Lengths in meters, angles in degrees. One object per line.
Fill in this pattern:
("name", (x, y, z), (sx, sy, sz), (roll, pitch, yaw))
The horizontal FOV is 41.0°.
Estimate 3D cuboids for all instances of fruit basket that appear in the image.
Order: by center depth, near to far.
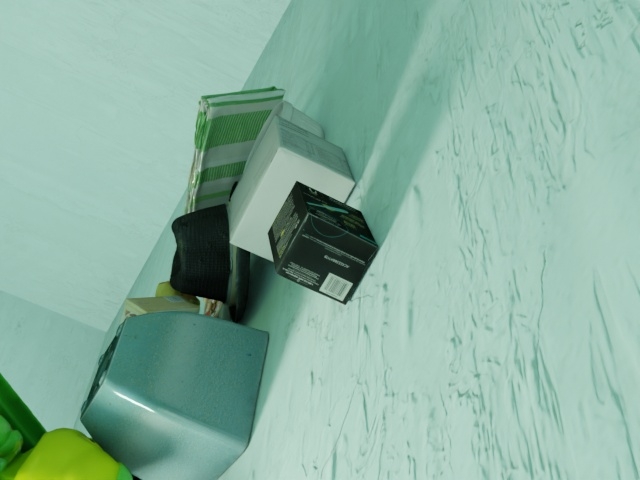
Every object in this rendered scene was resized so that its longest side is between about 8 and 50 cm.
("fruit basket", (-0.491, 0.392, 1.464), (0.392, 0.392, 0.283), (-57, 25, 26))

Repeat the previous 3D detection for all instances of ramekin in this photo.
("ramekin", (-0.077, -0.184, 1.829), (0.207, 0.109, 0.207), (-57, 17, 28))

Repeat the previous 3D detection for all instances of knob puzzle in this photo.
("knob puzzle", (-0.254, 0.137, 2.071), (0.213, 0.030, 0.213), (-56, 18, 29))

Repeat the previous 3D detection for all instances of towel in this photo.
("towel", (-0.193, -0.180, 1.918), (0.038, 0.248, 0.325), (32, 123, 32))

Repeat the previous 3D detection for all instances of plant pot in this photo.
("plant pot", (-0.269, 0.269, 1.505), (0.247, 0.252, 0.248), (-52, 19, 41))

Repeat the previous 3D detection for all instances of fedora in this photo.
("fedora", (-0.237, 0.024, 1.793), (0.334, 0.152, 0.334), (-178, 90, -79))

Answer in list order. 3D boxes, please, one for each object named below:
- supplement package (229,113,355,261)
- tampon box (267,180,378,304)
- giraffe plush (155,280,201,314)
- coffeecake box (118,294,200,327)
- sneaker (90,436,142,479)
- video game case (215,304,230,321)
("supplement package", (-0.056, -0.086, 1.530), (0.194, 0.149, 0.203), (-60, 16, 18))
("tampon box", (0.000, 0.000, 1.269), (0.101, 0.120, 0.161), (-60, 16, 15))
("giraffe plush", (-0.301, 0.200, 1.833), (0.170, 0.181, 0.210), (0, 54, 50))
("coffeecake box", (-0.330, 0.208, 1.686), (0.068, 0.142, 0.185), (25, 105, 35))
("sneaker", (-0.344, 0.480, 1.635), (0.202, 0.185, 0.483), (-51, 28, 17))
("video game case", (-0.252, 0.279, 1.860), (0.206, 0.026, 0.227), (-57, 18, 27))
